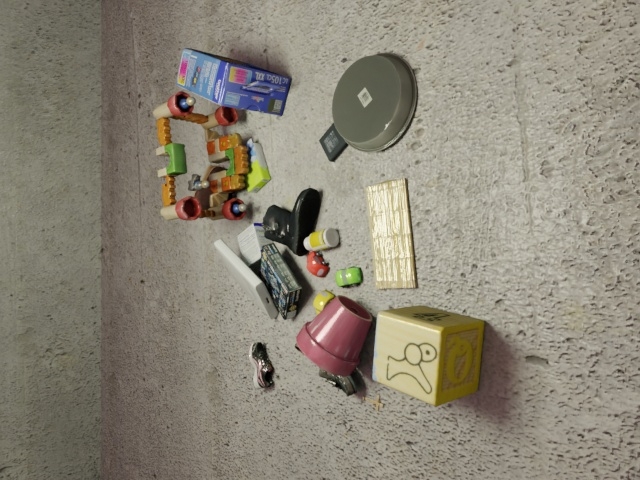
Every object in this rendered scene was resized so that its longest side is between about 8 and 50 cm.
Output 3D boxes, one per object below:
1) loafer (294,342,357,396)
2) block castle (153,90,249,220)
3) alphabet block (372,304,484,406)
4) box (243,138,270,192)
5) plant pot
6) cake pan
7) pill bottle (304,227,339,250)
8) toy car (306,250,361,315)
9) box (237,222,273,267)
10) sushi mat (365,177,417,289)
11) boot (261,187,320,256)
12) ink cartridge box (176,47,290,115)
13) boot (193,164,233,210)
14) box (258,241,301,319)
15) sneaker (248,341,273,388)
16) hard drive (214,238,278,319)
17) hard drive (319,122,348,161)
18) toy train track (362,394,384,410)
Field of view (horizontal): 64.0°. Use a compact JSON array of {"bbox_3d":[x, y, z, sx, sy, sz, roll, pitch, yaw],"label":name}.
[{"bbox_3d":[0.013,0.402,1.630,0.267,0.084,0.096,45,154,42],"label":"loafer"},{"bbox_3d":[-0.426,-0.292,1.893,0.212,0.303,0.454,-7,86,39],"label":"block castle"},{"bbox_3d":[0.269,0.277,1.284,0.197,0.193,0.193,10,100,47],"label":"alphabet block"},{"bbox_3d":[-0.256,-0.287,1.965,0.109,0.042,0.178,-34,65,42],"label":"box"},{"bbox_3d":[0.056,0.272,1.535,0.201,0.201,0.180,41,104,40],"label":"plant pot"},{"bbox_3d":[0.143,-0.407,1.497,0.293,0.054,0.293,-3,85,43],"label":"cake pan"},{"bbox_3d":[0.000,0.000,1.670,0.116,0.065,0.065,-17,78,46],"label":"pill bottle"},{"bbox_3d":[0.037,0.128,1.639,0.225,0.053,0.239,-21,75,46],"label":"toy car"},{"bbox_3d":[-0.241,0.020,1.932,0.126,0.072,0.137,-32,68,44],"label":"box"},{"bbox_3d":[0.201,-0.017,1.484,0.151,0.019,0.317,-11,83,48],"label":"sushi mat"},{"bbox_3d":[-0.112,-0.088,1.769,0.207,0.094,0.247,29,118,40],"label":"boot"},{"bbox_3d":[-0.300,-0.563,1.842,0.395,0.269,0.151,35,117,41],"label":"ink cartridge box"},{"bbox_3d":[-0.442,-0.182,2.136,0.207,0.090,0.249,33,111,45],"label":"boot"},{"bbox_3d":[-0.146,0.144,1.801,0.220,0.051,0.175,55,150,32],"label":"box"},{"bbox_3d":[-0.212,0.466,1.921,0.077,0.072,0.178,-10,91,36],"label":"sneaker"},{"bbox_3d":[-0.280,0.142,1.919,0.307,0.040,0.203,40,158,40],"label":"hard drive"},{"bbox_3d":[0.055,-0.330,1.636,0.135,0.022,0.094,-45,59,38],"label":"hard drive"},{"bbox_3d":[0.155,0.486,1.543,0.083,0.014,0.048,5,94,48],"label":"toy train track"}]
